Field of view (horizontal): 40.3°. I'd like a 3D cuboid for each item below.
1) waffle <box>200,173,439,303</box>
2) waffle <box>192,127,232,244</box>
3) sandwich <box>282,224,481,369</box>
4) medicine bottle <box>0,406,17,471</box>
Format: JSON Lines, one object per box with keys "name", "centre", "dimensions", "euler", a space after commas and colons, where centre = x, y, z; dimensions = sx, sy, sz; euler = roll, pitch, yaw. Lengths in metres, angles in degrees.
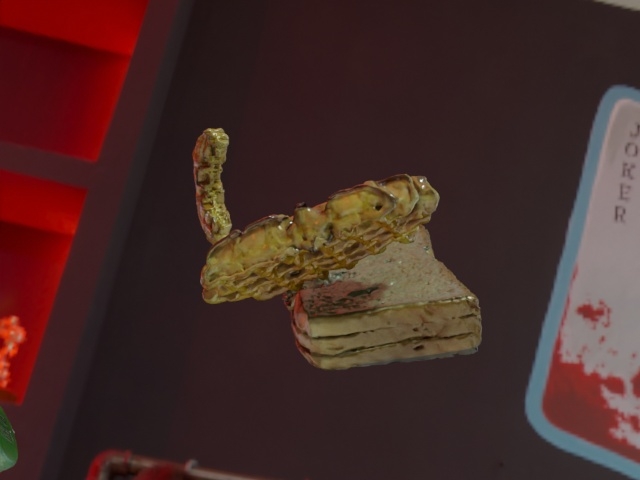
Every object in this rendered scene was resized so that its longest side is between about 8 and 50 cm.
{"name": "waffle", "centre": [-0.001, -0.001, 1.074], "dimensions": [0.309, 0.065, 0.283], "euler": [-14, -16, -34]}
{"name": "waffle", "centre": [-0.183, -0.089, 1.462], "dimensions": [0.051, 0.194, 0.149], "euler": [-3, -6, -15]}
{"name": "sandwich", "centre": [0.071, 0.078, 1.255], "dimensions": [0.249, 0.273, 0.095], "euler": [-9, -66, -6]}
{"name": "medicine bottle", "centre": [-0.547, 0.303, 1.146], "dimensions": [0.274, 0.133, 0.133], "euler": [-22, -26, -9]}
